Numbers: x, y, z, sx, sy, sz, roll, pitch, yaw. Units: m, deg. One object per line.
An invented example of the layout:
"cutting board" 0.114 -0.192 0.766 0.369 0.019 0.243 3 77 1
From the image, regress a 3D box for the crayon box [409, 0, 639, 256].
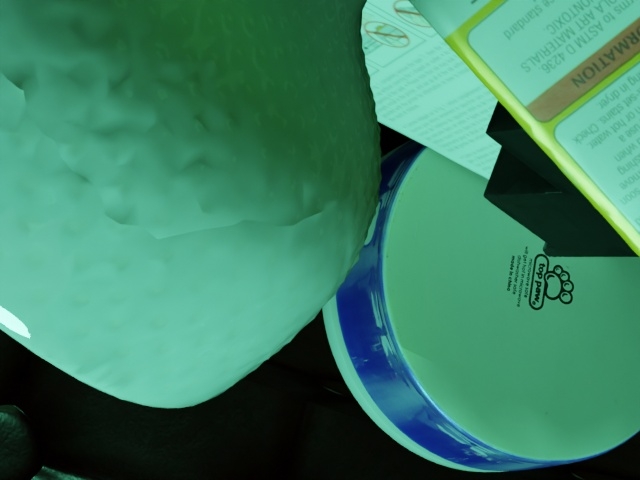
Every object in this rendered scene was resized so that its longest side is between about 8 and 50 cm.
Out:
"crayon box" 0.186 -0.078 0.551 0.203 0.083 0.323 -39 101 24

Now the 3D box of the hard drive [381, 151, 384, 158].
"hard drive" 0.053 -0.003 1.434 0.237 0.064 0.339 14 166 11

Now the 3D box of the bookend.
"bookend" 0.144 -0.057 0.816 0.156 0.072 0.157 32 161 -31

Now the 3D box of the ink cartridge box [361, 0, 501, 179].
"ink cartridge box" 0.125 -0.131 0.892 0.385 0.091 0.308 28 163 -15

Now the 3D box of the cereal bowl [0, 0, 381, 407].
"cereal bowl" -0.082 -0.116 0.542 0.141 0.339 0.339 -33 148 11

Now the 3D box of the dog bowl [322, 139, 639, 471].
"dog bowl" 0.140 0.037 1.094 0.265 0.265 0.104 21 163 -18
